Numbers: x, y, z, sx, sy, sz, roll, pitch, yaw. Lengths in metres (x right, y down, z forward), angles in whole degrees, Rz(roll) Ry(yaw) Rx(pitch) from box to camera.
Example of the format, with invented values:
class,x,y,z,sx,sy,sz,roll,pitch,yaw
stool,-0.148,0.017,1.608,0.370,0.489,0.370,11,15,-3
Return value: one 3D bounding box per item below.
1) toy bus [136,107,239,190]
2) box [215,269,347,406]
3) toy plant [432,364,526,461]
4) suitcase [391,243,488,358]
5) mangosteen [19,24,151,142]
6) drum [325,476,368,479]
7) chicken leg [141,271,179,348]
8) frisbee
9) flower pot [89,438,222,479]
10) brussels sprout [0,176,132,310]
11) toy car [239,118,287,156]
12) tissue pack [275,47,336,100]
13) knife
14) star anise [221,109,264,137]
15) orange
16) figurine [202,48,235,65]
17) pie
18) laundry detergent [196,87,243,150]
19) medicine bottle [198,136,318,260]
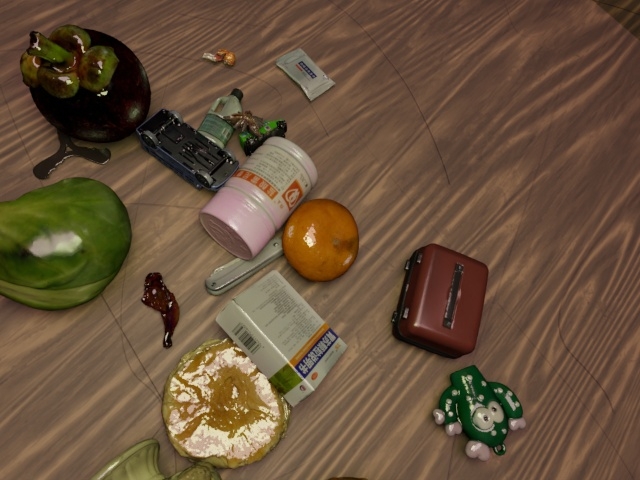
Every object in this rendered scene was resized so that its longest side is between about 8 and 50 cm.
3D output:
class,x,y,z,sx,sy,sz,roll,pitch,yaw
toy bus,-0.383,-0.248,1.303,0.292,0.133,0.125,36,62,4
box,-0.097,0.245,1.165,0.299,0.106,0.200,47,34,5
toy plant,0.448,0.482,1.249,0.243,0.113,0.232,44,66,11
suitcase,0.353,0.178,1.306,0.236,0.161,0.297,21,67,-6
mangosteen,-0.627,-0.429,1.216,0.329,0.330,0.330,4,71,-11
drum,0.081,0.779,1.011,0.430,0.214,0.432,4,71,-10
chicken leg,-0.422,0.180,1.192,0.093,0.053,0.205,-31,72,3
frisbee,-0.735,-0.279,1.299,0.210,0.012,0.188,-15,74,-17
flower pot,-0.364,0.585,0.946,0.244,0.307,0.307,38,67,17
brussels sprout,-0.652,0.008,1.077,0.371,0.276,0.315,-17,72,-17
toy car,-0.181,-0.333,1.413,0.165,0.071,0.062,-34,68,-21
tissue pack,-0.054,-0.583,1.548,0.122,0.026,0.193,-40,84,-22
knife,-0.212,0.069,1.281,0.265,0.041,0.073,-31,64,-21
star anise,-0.221,-0.352,1.356,0.129,0.056,0.124,42,46,23
orange,0.000,0.000,1.277,0.240,0.171,0.240,4,80,-23
figurine,-0.340,-0.615,1.487,0.109,0.047,0.064,6,47,-4
pie,-0.238,0.413,1.134,0.339,0.083,0.340,3,73,-11
laundry detergent,-0.306,-0.388,1.401,0.099,0.070,0.226,23,69,-3
medicine bottle,-0.171,-0.122,1.266,0.202,0.202,0.316,36,66,1
